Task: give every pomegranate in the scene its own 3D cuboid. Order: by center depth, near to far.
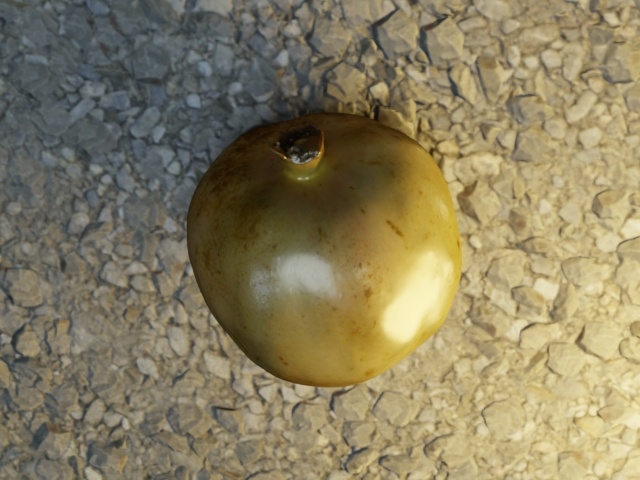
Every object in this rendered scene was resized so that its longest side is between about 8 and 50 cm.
[{"bbox_3d":[0.000,0.000,1.666,0.319,0.319,0.319,4,116,8],"label":"pomegranate"}]
